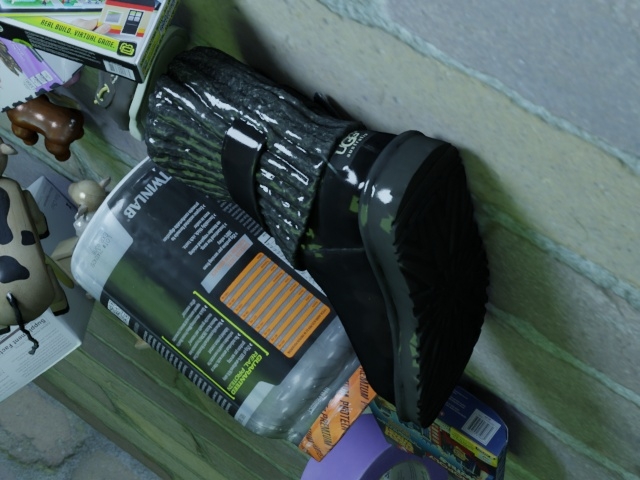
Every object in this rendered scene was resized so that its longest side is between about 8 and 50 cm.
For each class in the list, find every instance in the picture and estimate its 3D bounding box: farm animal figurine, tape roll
[{"bbox_3d":[-0.379,-0.034,1.571,0.327,0.330,0.172,54,170,17],"label":"farm animal figurine"},{"bbox_3d":[0.062,0.310,1.760,0.080,0.189,0.189,21,153,42],"label":"tape roll"}]

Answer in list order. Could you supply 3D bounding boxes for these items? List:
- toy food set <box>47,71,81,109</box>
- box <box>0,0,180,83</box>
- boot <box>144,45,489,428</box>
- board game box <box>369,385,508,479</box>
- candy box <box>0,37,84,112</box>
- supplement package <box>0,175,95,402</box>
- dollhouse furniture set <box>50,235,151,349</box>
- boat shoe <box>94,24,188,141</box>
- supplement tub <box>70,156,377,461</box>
[{"bbox_3d":[-0.288,-0.198,1.555,0.078,0.019,0.122,25,148,36],"label":"toy food set"},{"bbox_3d":[-0.216,-0.209,1.157,0.207,0.114,0.036,18,162,8],"label":"box"},{"bbox_3d":[0.002,-0.004,1.256,0.260,0.131,0.348,21,144,28],"label":"boot"},{"bbox_3d":[0.124,0.192,1.582,0.194,0.060,0.194,33,161,19],"label":"board game box"},{"bbox_3d":[-0.318,-0.221,1.449,0.165,0.070,0.196,50,156,-16],"label":"candy box"},{"bbox_3d":[-0.411,0.074,1.930,0.145,0.204,0.262,48,-160,-21],"label":"supplement package"},{"bbox_3d":[-0.214,0.032,1.869,0.161,0.101,0.182,-15,126,37],"label":"dollhouse furniture set"},{"bbox_3d":[-0.172,-0.153,1.334,0.068,0.081,0.228,36,164,0],"label":"boat shoe"},{"bbox_3d":[-0.072,0.060,1.441,0.316,0.193,0.193,41,161,5],"label":"supplement tub"}]
